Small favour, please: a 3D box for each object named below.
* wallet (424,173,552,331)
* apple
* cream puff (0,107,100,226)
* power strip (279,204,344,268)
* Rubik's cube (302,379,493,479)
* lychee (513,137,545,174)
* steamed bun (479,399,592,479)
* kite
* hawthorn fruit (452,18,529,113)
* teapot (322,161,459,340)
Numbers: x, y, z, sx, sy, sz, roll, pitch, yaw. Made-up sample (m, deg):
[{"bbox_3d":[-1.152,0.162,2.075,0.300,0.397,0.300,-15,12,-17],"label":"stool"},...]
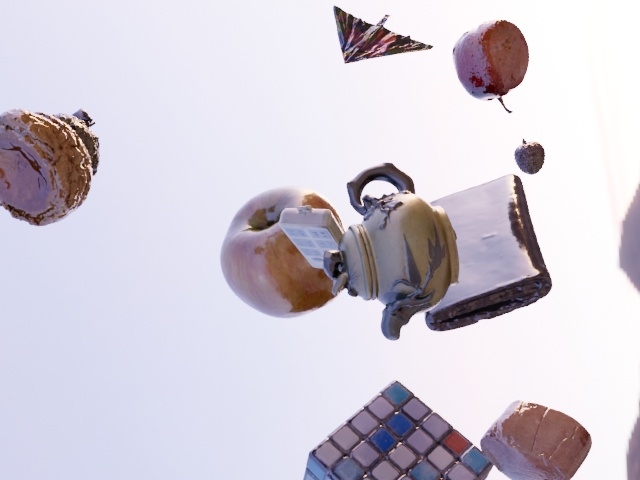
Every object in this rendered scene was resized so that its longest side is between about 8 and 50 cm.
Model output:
[{"bbox_3d":[0.294,0.012,1.695,0.062,0.228,0.406,61,-163,-24],"label":"wallet"},{"bbox_3d":[-0.061,0.031,1.778,0.264,0.264,0.264,-5,-90,-66],"label":"apple"},{"bbox_3d":[-0.410,-0.134,1.398,0.169,0.183,0.183,-44,-54,-51],"label":"cream puff"},{"bbox_3d":[0.000,0.000,1.421,0.192,0.082,0.035,56,-139,-60],"label":"power strip"},{"bbox_3d":[0.150,0.531,1.936,0.293,0.292,0.286,-37,-27,-35],"label":"Rubik's cube"},{"bbox_3d":[0.451,-0.181,1.947,0.068,0.067,0.083,-3,-96,-73],"label":"lychee"},{"bbox_3d":[0.388,0.379,1.646,0.145,0.175,0.106,-42,-38,-38],"label":"steamed bun"},{"bbox_3d":[0.133,-0.537,2.405,0.234,0.321,0.016,-50,-25,-31],"label":"kite"},{"bbox_3d":[0.353,-0.348,1.839,0.157,0.157,0.194,-36,-69,-62],"label":"hawthorn fruit"},{"bbox_3d":[0.090,0.013,1.290,0.173,0.183,0.269,93,163,-66],"label":"teapot"}]
